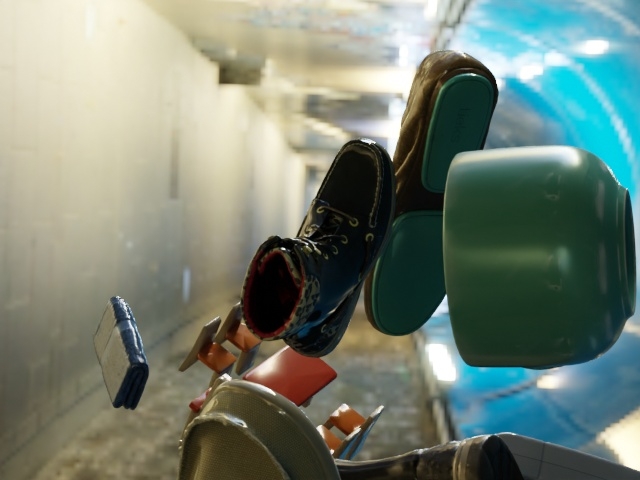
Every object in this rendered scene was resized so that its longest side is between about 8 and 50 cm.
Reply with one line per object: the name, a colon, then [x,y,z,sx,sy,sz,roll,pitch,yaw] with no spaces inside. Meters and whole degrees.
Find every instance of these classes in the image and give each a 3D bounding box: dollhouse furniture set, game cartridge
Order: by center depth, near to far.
game cartridge: [0.303,0.303,1.774,0.196,0.294,0.060,153,-45,-67]
dollhouse furniture set: [-0.068,0.206,1.956,0.259,0.262,0.135,-33,156,-55]

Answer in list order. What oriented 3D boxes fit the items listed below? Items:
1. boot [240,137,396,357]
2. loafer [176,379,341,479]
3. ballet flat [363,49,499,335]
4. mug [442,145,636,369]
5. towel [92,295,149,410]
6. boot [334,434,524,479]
boot: [0.001,0.001,1.441,0.178,0.085,0.236,21,87,-73]
loafer: [-0.048,0.217,0.879,0.092,0.102,0.268,-28,122,-54]
ballet flat: [0.113,-0.061,1.638,0.124,0.116,0.342,-118,-146,-58]
mug: [0.136,0.011,0.856,0.158,0.097,0.129,17,70,-72]
towel: [-0.205,0.115,1.495,0.067,0.029,0.119,-64,-149,27]
boot: [0.119,0.378,1.719,0.138,0.284,0.377,-70,147,-43]
